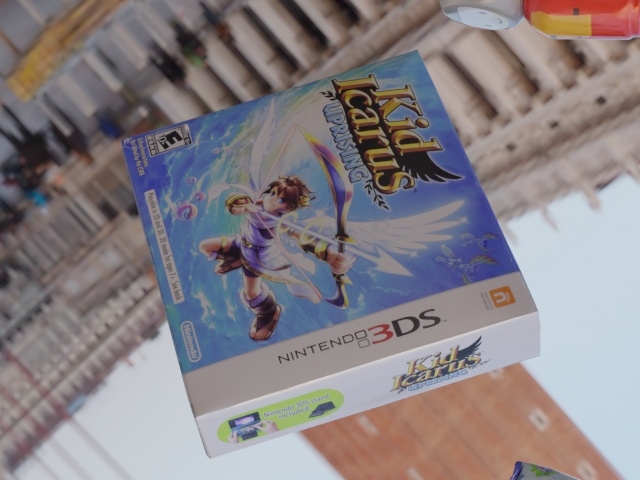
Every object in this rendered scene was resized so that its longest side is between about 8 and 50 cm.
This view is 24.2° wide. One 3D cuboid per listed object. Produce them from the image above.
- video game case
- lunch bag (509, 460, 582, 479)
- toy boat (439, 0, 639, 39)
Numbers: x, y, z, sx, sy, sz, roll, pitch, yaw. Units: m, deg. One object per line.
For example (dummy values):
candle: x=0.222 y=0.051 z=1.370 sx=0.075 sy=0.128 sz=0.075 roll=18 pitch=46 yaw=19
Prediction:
video game case: x=0.000 y=0.000 z=1.090 sx=0.244 sy=0.269 sz=0.061 roll=-17 pitch=142 yaw=-5
lunch bag: x=0.247 y=0.285 z=1.414 sx=0.129 sy=0.151 sz=0.096 roll=19 pitch=-103 yaw=36
toy boat: x=0.144 y=-0.270 z=0.977 sx=0.148 sy=0.318 sz=0.267 roll=10 pitch=-139 yaw=20
